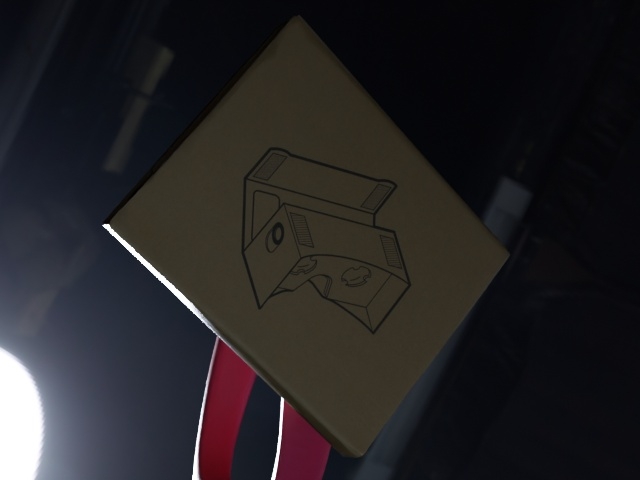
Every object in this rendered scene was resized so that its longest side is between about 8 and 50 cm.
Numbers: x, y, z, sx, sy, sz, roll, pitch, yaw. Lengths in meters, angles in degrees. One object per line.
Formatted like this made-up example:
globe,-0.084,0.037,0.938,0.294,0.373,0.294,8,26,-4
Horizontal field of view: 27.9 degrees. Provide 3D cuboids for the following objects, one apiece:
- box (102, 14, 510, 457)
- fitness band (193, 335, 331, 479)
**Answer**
box,0.000,0.000,0.736,0.201,0.021,0.164,46,-112,-20
fitness band,-0.036,0.095,0.889,0.291,0.054,0.209,153,129,-76
